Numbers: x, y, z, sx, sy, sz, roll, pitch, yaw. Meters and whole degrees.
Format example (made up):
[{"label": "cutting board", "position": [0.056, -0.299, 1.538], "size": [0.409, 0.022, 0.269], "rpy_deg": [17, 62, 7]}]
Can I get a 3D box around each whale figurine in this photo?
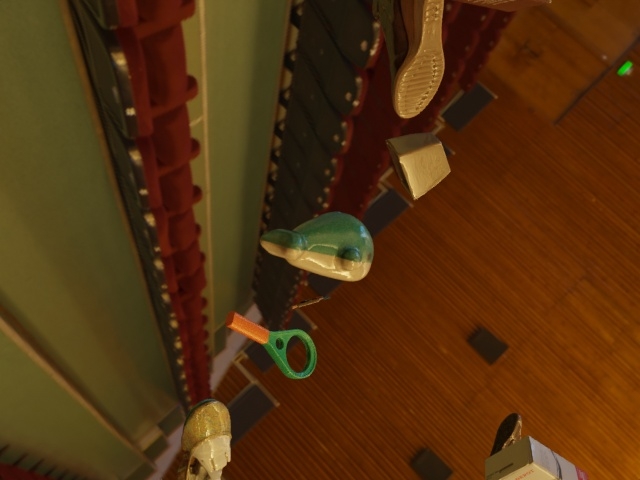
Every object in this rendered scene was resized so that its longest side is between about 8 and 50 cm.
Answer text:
[{"label": "whale figurine", "position": [0.000, 0.000, 1.418], "size": [0.272, 0.216, 0.141], "rpy_deg": [14, 92, -49]}]

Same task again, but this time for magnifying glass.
[{"label": "magnifying glass", "position": [-0.087, 0.188, 1.235], "size": [0.026, 0.231, 0.092], "rpy_deg": [-12, -125, 37]}]

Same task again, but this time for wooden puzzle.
[{"label": "wooden puzzle", "position": [-0.030, 0.170, 1.881], "size": [0.116, 0.014, 0.078], "rpy_deg": [-16, 179, 1]}]

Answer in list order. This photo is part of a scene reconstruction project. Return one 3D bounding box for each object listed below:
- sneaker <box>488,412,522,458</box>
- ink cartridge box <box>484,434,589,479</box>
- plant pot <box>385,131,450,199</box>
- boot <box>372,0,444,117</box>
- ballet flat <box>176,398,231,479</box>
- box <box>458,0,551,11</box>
[{"label": "sneaker", "position": [0.554, 0.598, 1.961], "size": [0.188, 0.071, 0.066], "rpy_deg": [-66, -161, 1]}, {"label": "ink cartridge box", "position": [0.378, 0.419, 1.168], "size": [0.109, 0.150, 0.063], "rpy_deg": [-45, -162, 33]}, {"label": "plant pot", "position": [0.210, -0.167, 1.404], "size": [0.096, 0.109, 0.109], "rpy_deg": [-23, -152, 2]}, {"label": "boot", "position": [0.151, -0.375, 1.230], "size": [0.090, 0.207, 0.248], "rpy_deg": [-6, 127, -19]}, {"label": "ballet flat", "position": [-0.259, 0.497, 1.537], "size": [0.123, 0.123, 0.348], "rpy_deg": [-34, 154, -42]}, {"label": "box", "position": [0.309, -0.604, 1.385], "size": [0.381, 0.143, 0.191], "rpy_deg": [-3, 100, -31]}]
